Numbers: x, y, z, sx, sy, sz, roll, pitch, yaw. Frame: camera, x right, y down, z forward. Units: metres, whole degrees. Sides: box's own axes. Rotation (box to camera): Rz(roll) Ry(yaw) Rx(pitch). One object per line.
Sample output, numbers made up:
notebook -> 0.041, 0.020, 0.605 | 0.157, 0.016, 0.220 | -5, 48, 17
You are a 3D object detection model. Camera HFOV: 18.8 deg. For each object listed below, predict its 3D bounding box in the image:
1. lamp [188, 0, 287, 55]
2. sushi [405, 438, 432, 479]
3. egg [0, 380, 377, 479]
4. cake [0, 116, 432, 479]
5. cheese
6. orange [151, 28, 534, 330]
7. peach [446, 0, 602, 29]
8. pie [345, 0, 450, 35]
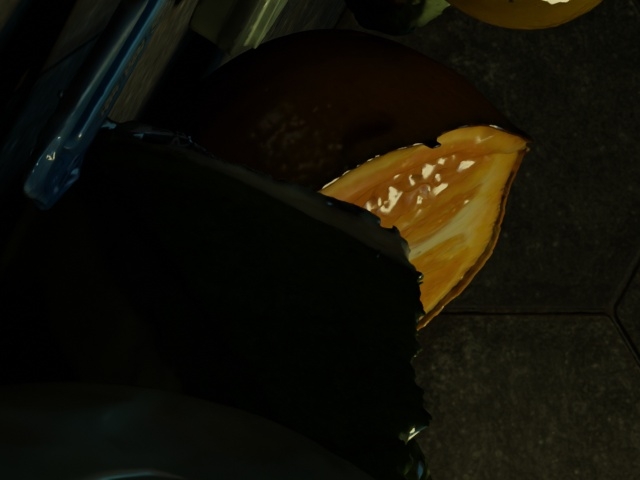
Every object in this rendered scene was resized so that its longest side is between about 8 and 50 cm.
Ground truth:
lamp -> 0.035, -0.249, 0.949 | 0.266, 0.047, 0.269 | -57, -177, 45
sushi -> -0.083, 0.213, 1.088 | 0.294, 0.178, 0.352 | -27, 138, -21
egg -> -0.083, 0.195, 0.531 | 0.336, 0.278, 0.278 | -57, -177, 47
cake -> -0.011, 0.100, 0.789 | 0.158, 0.172, 0.283 | -59, -136, 22
cheese -> -0.034, -0.117, 0.650 | 0.244, 0.052, 0.135 | -60, -179, -5
orange -> 0.002, -0.004, 1.218 | 0.274, 0.274, 0.310 | -60, -167, -1
peach -> 0.126, -0.211, 0.869 | 0.251, 0.153, 0.251 | 24, 90, -89
pie -> 0.084, -0.261, 1.147 | 0.323, 0.071, 0.323 | -58, -163, 30
